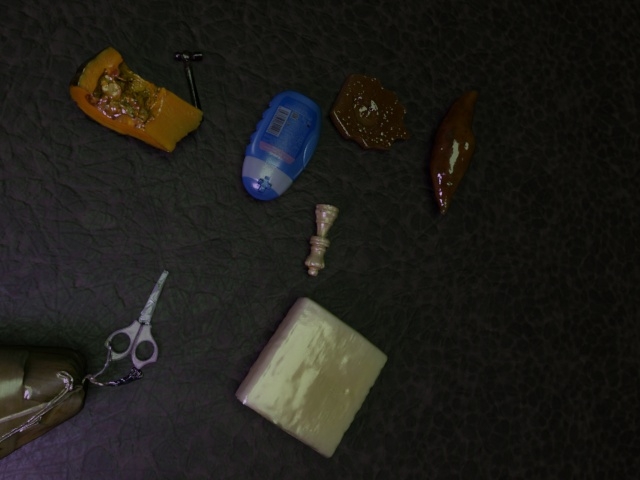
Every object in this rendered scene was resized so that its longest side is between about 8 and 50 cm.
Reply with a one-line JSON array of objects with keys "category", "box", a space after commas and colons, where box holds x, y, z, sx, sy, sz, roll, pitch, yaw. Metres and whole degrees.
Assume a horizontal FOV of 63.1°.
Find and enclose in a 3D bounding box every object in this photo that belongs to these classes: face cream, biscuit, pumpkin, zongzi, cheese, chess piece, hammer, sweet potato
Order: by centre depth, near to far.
[{"category": "zongzi", "box": [-0.573, 0.362, 0.952, 0.447, 0.181, 0.418, 5, 98, -21]}, {"category": "pumpkin", "box": [-0.394, -0.288, 1.105, 0.248, 0.126, 0.130, 38, 65, -31]}, {"category": "cheese", "box": [-0.017, 0.296, 1.157, 0.242, 0.124, 0.265, 38, 74, -15]}, {"category": "hammer", "box": [-0.287, -0.349, 1.191, 0.065, 0.021, 0.178, -11, 88, -20]}, {"category": "face cream", "box": [-0.091, -0.213, 1.208, 0.149, 0.083, 0.263, 28, 76, -13]}, {"category": "chess piece", "box": [0.001, 0.000, 1.232, 0.060, 0.060, 0.171, 15, 82, -17]}, {"category": "biscuit", "box": [0.136, -0.313, 1.322, 0.215, 0.034, 0.182, 30, 76, -16]}, {"category": "sweet potato", "box": [0.346, -0.240, 1.348, 0.112, 0.112, 0.359, 14, 82, -17]}]

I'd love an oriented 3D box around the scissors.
[{"category": "scissors", "box": [-0.370, 0.162, 1.106, 0.110, 0.021, 0.212, 24, 78, -17]}]
